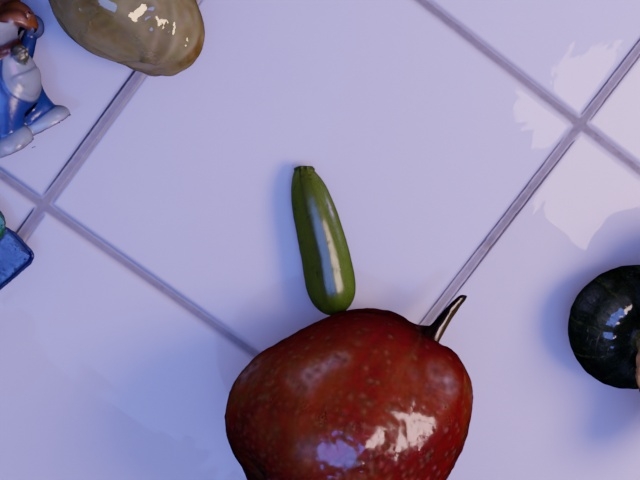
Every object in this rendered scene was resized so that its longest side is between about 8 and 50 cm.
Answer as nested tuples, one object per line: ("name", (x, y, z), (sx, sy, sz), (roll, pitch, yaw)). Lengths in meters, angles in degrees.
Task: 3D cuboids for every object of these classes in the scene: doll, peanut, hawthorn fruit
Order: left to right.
("doll", (-0.405, -0.226, 1.660), (0.161, 0.215, 0.257), (-22, 107, 32))
("peanut", (-0.274, -0.315, 1.670), (0.319, 0.147, 0.147), (42, 95, -14))
("hawthorn fruit", (0.061, 0.201, 1.745), (0.369, 0.285, 0.285), (-44, 102, -7))

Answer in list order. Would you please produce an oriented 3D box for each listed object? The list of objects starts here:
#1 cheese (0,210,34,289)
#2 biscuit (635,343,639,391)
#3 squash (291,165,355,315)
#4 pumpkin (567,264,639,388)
("cheese", (-0.493, -0.067, 1.730), (0.204, 0.083, 0.320), (-40, 100, 3))
("biscuit", (0.512, 0.117, 1.799), (0.269, 0.051, 0.376), (31, 80, -40))
("squash", (0.000, 0.000, 1.802), (0.066, 0.066, 0.201), (-14, 95, -2))
("pumpkin", (0.409, 0.114, 1.828), (0.167, 0.125, 0.167), (-2, 94, -28))
